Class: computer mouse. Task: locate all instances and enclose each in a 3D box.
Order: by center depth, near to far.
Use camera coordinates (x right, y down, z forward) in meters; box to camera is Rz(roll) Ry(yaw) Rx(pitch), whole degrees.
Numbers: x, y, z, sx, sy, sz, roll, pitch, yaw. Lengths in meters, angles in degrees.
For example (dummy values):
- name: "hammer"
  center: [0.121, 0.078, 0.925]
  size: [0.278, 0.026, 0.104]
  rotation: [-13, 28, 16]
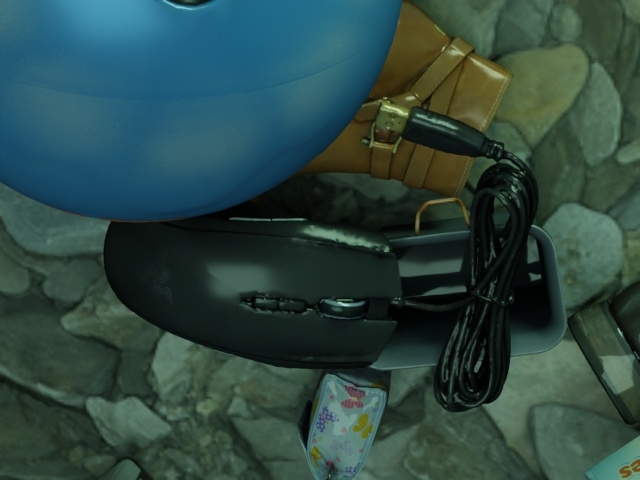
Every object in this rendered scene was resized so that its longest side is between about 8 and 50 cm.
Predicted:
- name: "computer mouse"
  center: [0.000, 0.000, 1.130]
  size: [0.262, 0.060, 0.184]
  rotation: [16, 110, 4]

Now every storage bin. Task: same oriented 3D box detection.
- name: "storage bin"
  center: [0.085, 0.017, 1.202]
  size: [0.135, 0.091, 0.098]
  rotation: [-8, 106, 10]

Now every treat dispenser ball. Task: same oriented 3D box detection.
- name: "treat dispenser ball"
  center: [-0.097, -0.152, 1.032]
  size: [0.288, 0.288, 0.288]
  rotation: [2, 108, 7]

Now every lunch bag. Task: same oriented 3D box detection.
- name: "lunch bag"
  center: [0.014, 0.117, 1.255]
  size: [0.053, 0.071, 0.083]
  rotation: [16, 110, 1]

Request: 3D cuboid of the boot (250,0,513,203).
- name: "boot"
  center: [0.019, -0.059, 1.199]
  size: [0.152, 0.073, 0.197]
  rotation: [26, 112, -5]

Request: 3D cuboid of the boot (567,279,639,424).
- name: "boot"
  center: [0.308, 0.077, 1.195]
  size: [0.229, 0.091, 0.263]
  rotation: [-34, 108, 9]

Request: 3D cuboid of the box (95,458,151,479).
- name: "box"
  center: [-0.133, 0.275, 1.270]
  size: [0.119, 0.181, 0.182]
  rotation: [-39, 99, 18]

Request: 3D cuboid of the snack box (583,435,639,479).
- name: "snack box"
  center: [0.308, 0.218, 1.178]
  size: [0.187, 0.060, 0.322]
  rotation: [-33, 118, -6]
